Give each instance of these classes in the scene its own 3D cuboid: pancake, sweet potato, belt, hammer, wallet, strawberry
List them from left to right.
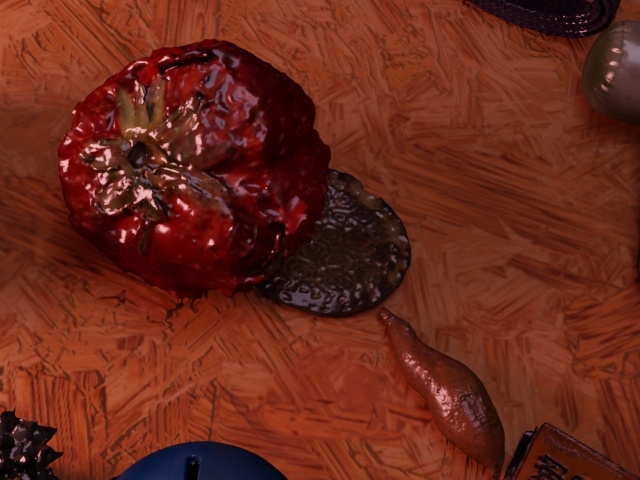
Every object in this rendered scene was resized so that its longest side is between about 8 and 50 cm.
[{"bbox_3d":[-0.114,-0.071,1.917,0.274,0.274,0.220,41,13,12],"label":"strawberry"},{"bbox_3d":[0.000,-0.001,2.018,0.199,0.021,0.199,8,55,-11],"label":"pancake"},{"bbox_3d":[0.128,0.146,1.932,0.068,0.068,0.226,-24,66,-28],"label":"sweet potato"},{"bbox_3d":[0.255,-0.341,2.248,0.230,0.140,0.126,21,55,0],"label":"belt"},{"bbox_3d":[0.247,0.290,1.884,0.161,0.042,0.195,30,54,4],"label":"wallet"},{"bbox_3d":[0.395,-0.090,2.151,0.206,0.119,0.336,12,61,-6],"label":"hammer"}]

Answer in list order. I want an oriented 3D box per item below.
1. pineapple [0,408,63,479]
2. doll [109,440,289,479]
[{"bbox_3d":[-0.282,0.250,1.668,0.157,0.158,0.279,16,33,-6],"label":"pineapple"},{"bbox_3d":[-0.068,0.307,1.670,0.309,0.240,0.284,13,31,-8],"label":"doll"}]
